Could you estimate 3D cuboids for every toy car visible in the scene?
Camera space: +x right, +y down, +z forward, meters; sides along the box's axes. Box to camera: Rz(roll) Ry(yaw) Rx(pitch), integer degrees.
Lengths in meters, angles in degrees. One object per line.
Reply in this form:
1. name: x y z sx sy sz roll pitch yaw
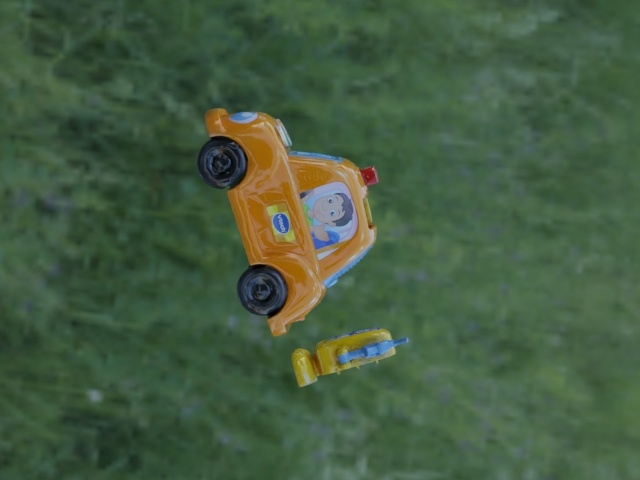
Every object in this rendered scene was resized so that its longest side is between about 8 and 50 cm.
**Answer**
1. toy car: 0.000 0.000 0.428 0.122 0.040 0.060 59 15 -75
